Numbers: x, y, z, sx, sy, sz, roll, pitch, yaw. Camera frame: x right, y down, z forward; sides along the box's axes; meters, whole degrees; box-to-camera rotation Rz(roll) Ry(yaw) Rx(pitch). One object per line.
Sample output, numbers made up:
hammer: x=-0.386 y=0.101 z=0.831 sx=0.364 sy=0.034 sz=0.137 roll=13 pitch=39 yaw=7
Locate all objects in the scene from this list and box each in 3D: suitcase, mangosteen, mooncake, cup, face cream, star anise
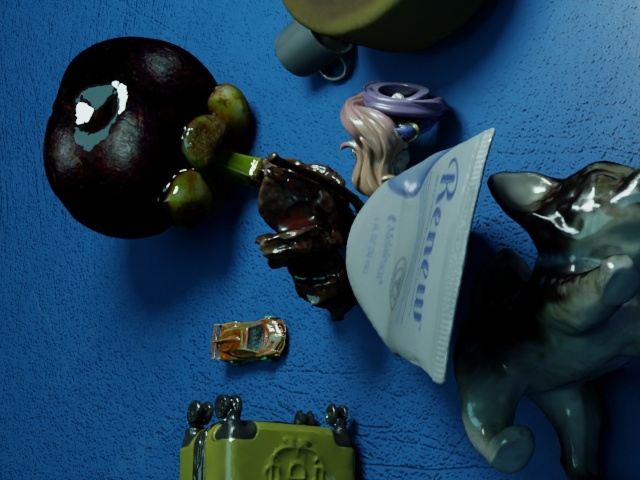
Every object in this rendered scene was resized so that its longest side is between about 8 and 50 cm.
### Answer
suitcase: x=-0.067 y=0.307 z=1.748 sx=0.143 sy=0.194 sz=0.234 roll=-19 pitch=66 yaw=53
mangosteen: x=-0.215 y=-0.128 z=2.007 sx=0.302 sy=0.275 sz=0.275 roll=15 pitch=93 yaw=13
mooncake: x=0.088 y=-0.359 z=1.766 sx=0.284 sy=0.156 sz=0.284 roll=-15 pitch=68 yaw=43
cup: x=-0.003 y=-0.244 z=1.910 sx=0.077 sy=0.078 sz=0.100 roll=-33 pitch=88 yaw=45
face cream: x=0.113 y=0.016 z=1.540 sx=0.420 sy=0.137 sz=0.234 roll=177 pitch=106 yaw=-84
star anise: x=0.000 y=0.000 z=1.755 sx=0.126 sy=0.220 sz=0.190 roll=-1 pitch=87 yaw=15

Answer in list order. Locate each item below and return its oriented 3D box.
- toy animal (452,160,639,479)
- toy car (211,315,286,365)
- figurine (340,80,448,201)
toy animal: x=0.243 y=0.047 z=1.454 sx=0.302 sy=0.194 sz=0.344 roll=-102 pitch=32 yaw=-48
toy car: x=-0.091 y=0.129 z=1.935 sx=0.122 sy=0.035 sz=0.059 roll=-11 pitch=69 yaw=48
figurine: x=0.071 y=-0.117 z=1.757 sx=0.157 sy=0.114 sz=0.126 roll=-65 pitch=28 yaw=17
